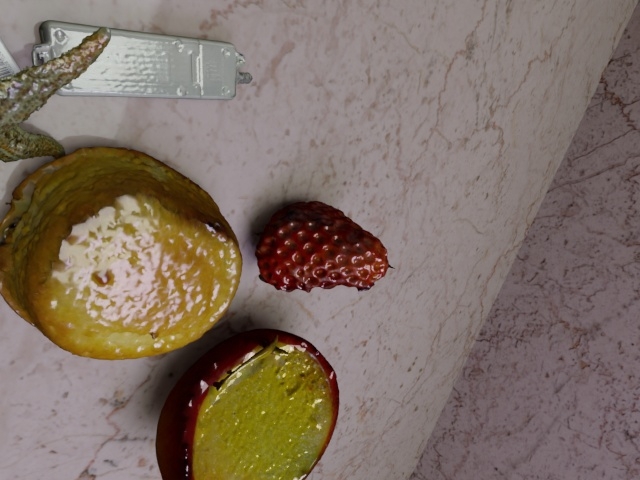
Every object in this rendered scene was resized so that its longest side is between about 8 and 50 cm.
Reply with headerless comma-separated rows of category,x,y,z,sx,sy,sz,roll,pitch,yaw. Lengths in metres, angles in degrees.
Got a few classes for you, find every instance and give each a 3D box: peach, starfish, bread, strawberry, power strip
peach,-0.164,0.389,0.904,0.335,0.310,0.406,46,63,-7
starfish,-0.414,-0.149,0.430,0.348,0.358,0.078,-9,74,-33
bread,-0.309,0.031,0.670,0.358,0.204,0.336,27,87,-45
strawberry,-0.018,0.005,0.873,0.254,0.280,0.150,-26,124,-19
power strip,-0.263,-0.279,0.652,0.339,0.058,0.098,-13,118,-37

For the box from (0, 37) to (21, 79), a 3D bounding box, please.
box,-0.424,-0.256,0.501,0.040,0.084,0.154,-35,130,-23
